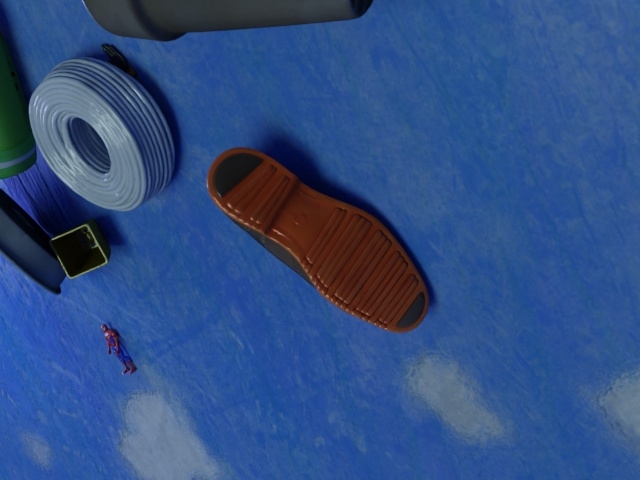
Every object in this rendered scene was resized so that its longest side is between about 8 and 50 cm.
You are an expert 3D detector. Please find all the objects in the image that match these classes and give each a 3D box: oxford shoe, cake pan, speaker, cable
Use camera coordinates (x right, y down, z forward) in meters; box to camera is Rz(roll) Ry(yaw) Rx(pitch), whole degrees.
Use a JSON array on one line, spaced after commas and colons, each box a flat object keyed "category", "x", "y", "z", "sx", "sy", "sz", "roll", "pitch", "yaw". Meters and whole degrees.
[{"category": "oxford shoe", "x": 0.000, "y": 0.000, "z": 1.434, "sx": 0.363, "sy": 0.130, "sz": 0.133, "roll": 40, "pitch": 172, "yaw": 1}, {"category": "cake pan", "x": -0.563, "y": -0.022, "z": 1.831, "sx": 0.293, "sy": 0.054, "sz": 0.293, "roll": 45, "pitch": 175, "yaw": 5}, {"category": "speaker", "x": -0.581, "y": -0.258, "z": 1.716, "sx": 0.131, "sy": 0.131, "sz": 0.297, "roll": 13, "pitch": 128, "yaw": 34}, {"category": "cable", "x": -0.349, "y": -0.168, "z": 1.598, "sx": 0.257, "sy": 0.089, "sz": 0.257, "roll": 40, "pitch": 142, "yaw": 9}]

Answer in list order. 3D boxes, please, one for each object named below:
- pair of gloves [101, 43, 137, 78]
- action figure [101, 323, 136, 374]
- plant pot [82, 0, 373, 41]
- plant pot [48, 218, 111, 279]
[{"category": "pair of gloves", "x": -0.325, "y": -0.264, "z": 1.575, "sx": 0.074, "sy": 0.010, "sz": 0.083, "roll": 47, "pitch": 138, "yaw": 4}, {"category": "action figure", "x": -0.407, "y": 0.216, "z": 1.998, "sx": 0.038, "sy": 0.030, "sz": 0.115, "roll": -3, "pitch": 116, "yaw": 48}, {"category": "plant pot", "x": -0.075, "y": -0.358, "z": 1.089, "sx": 0.280, "sy": 0.323, "sz": 0.323, "roll": 14, "pitch": 130, "yaw": 14}, {"category": "plant pot", "x": -0.424, "y": 0.007, "z": 1.805, "sx": 0.081, "sy": 0.083, "sz": 0.082, "roll": -23, "pitch": 106, "yaw": 9}]
